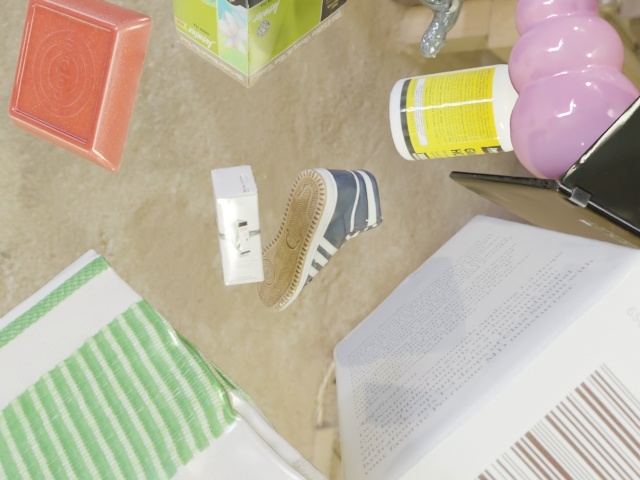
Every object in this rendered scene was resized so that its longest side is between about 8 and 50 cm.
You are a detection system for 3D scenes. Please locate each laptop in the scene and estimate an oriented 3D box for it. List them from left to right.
[{"bbox_3d":[0.481,-0.106,1.137,0.382,0.408,0.236,25,87,-25],"label":"laptop"}]

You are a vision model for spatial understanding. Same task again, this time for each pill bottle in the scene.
[{"bbox_3d":[0.334,-0.281,1.709,0.188,0.334,0.188,11,78,-63],"label":"pill bottle"}]

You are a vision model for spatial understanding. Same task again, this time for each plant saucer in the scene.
[{"bbox_3d":[-0.410,-0.272,1.279,0.048,0.259,0.258,-10,121,-60],"label":"plant saucer"}]

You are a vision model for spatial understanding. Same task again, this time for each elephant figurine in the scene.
[{"bbox_3d":[0.206,-0.452,1.250,0.186,0.239,0.169,58,10,19],"label":"elephant figurine"}]

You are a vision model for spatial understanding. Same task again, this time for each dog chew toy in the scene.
[{"bbox_3d":[0.391,-0.263,1.241,0.206,0.206,0.332,-1,80,-52],"label":"dog chew toy"}]

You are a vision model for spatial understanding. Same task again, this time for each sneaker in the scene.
[{"bbox_3d":[0.000,0.000,1.268,0.153,0.099,0.282,-12,139,-42],"label":"sneaker"}]

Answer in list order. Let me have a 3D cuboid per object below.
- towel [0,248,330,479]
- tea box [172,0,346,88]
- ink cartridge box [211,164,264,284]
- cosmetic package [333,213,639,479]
[{"bbox_3d":[-0.082,0.168,0.278,0.248,0.325,0.038,-40,150,-21],"label":"towel"},{"bbox_3d":[-0.114,-0.549,1.575,0.329,0.220,0.323,-44,158,-29],"label":"tea box"},{"bbox_3d":[-0.114,-0.022,1.073,0.056,0.099,0.135,-7,119,-9],"label":"ink cartridge box"},{"bbox_3d":[0.145,0.119,0.650,0.230,0.453,0.161,-43,94,4],"label":"cosmetic package"}]
